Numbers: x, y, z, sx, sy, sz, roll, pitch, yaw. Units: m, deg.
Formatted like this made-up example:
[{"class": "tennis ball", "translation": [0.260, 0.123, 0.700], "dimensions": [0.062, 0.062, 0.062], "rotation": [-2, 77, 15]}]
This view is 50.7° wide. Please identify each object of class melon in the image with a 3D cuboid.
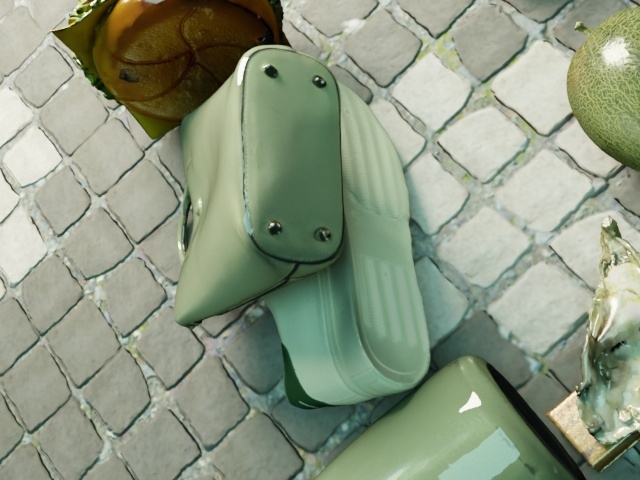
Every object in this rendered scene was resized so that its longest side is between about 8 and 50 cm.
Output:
[{"class": "melon", "translation": [0.306, -0.138, 0.618], "dimensions": [0.139, 0.139, 0.192], "rotation": [-42, 72, 5]}]

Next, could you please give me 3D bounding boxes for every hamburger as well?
[{"class": "hamburger", "translation": [-0.148, -0.235, 0.731], "dimensions": [0.262, 0.243, 0.138], "rotation": [-19, 64, 4]}]

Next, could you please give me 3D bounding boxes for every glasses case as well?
[{"class": "glasses case", "translation": [0.294, 0.132, 0.613], "dimensions": [0.170, 0.041, 0.064], "rotation": [-42, 44, 4]}]

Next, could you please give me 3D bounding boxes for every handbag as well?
[{"class": "handbag", "translation": [-0.104, -0.040, 0.666], "dimensions": [0.315, 0.109, 0.241], "rotation": [-19, 67, 52]}]

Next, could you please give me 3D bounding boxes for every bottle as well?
[{"class": "bottle", "translation": [0.053, 0.262, 0.599], "dimensions": [0.347, 0.168, 0.168], "rotation": [-40, 70, 8]}]

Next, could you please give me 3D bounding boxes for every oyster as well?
[{"class": "oyster", "translation": [0.279, 0.085, 0.602], "dimensions": [0.106, 0.061, 0.199], "rotation": [15, 76, 30]}]

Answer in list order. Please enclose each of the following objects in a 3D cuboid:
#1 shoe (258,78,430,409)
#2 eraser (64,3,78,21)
[{"class": "shoe", "translation": [0.000, 0.000, 0.704], "dimensions": [0.160, 0.132, 0.362], "rotation": [-35, 53, 39]}, {"class": "eraser", "translation": [-0.202, -0.304, 0.837], "dimensions": [0.213, 0.092, 0.046], "rotation": [-34, 70, 6]}]
